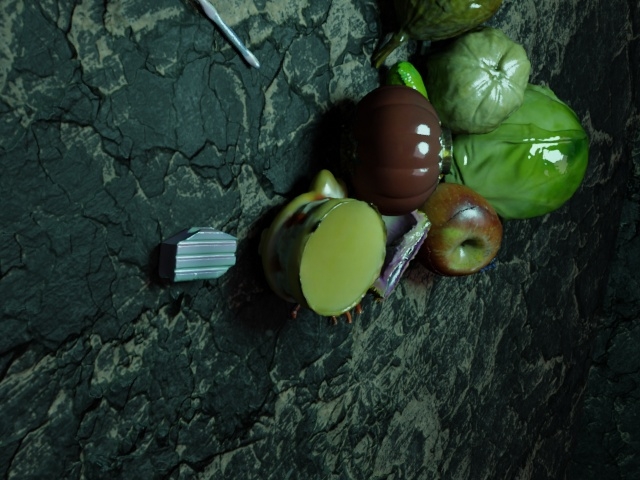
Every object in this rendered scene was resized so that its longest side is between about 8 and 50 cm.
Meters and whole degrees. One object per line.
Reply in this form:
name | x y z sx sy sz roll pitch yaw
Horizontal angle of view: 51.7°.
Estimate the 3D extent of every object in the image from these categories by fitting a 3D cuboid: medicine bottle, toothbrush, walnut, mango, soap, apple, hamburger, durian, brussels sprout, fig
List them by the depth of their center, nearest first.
toothbrush | -0.197 -0.422 1.258 0.021 0.027 0.269 -38 134 7
soap | -0.235 0.025 1.286 0.149 0.056 0.100 -2 102 -48
hamburger | 0.000 0.000 1.449 0.261 0.186 0.302 13 98 -48
fig | 0.260 -0.563 1.621 0.286 0.286 0.368 22 110 -48
durian | 0.163 0.023 1.668 0.260 0.186 0.153 -39 169 -23
mango | 0.222 -0.368 1.673 0.100 0.119 0.178 -31 120 -26
walnut | 0.403 -0.420 1.738 0.254 0.277 0.281 -2 104 -15
apple | 0.361 -0.029 1.820 0.272 0.206 0.251 24 114 -33
medicine bottle | 0.347 -0.565 1.825 0.221 0.061 0.092 -25 135 -42
brussels sprout | 0.586 -0.256 1.924 0.342 0.361 0.425 48 62 -45

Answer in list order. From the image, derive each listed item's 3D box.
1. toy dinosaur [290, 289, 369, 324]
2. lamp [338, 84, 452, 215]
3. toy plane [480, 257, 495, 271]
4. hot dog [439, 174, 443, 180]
toy dinosaur | 0.041 0.159 1.633 0.280 0.055 0.101 -23 105 -42
lamp | 0.170 -0.207 1.534 0.303 0.257 0.302 1 90 -90
toy plane | 0.527 0.073 2.169 0.167 0.054 0.062 14 113 -49
hot dog | 0.284 -0.219 1.792 0.099 0.065 0.147 -29 103 -23
